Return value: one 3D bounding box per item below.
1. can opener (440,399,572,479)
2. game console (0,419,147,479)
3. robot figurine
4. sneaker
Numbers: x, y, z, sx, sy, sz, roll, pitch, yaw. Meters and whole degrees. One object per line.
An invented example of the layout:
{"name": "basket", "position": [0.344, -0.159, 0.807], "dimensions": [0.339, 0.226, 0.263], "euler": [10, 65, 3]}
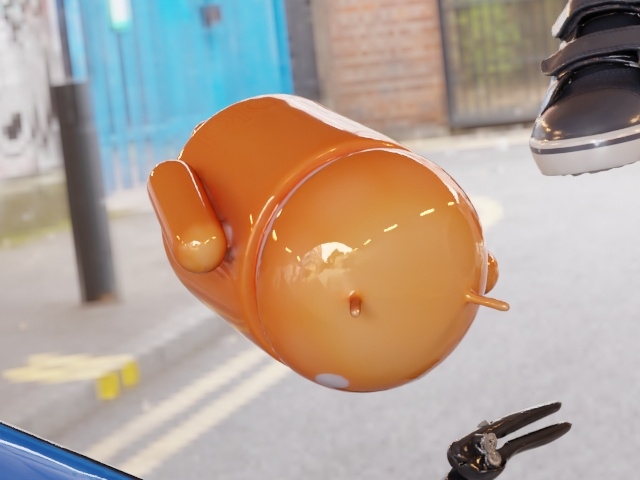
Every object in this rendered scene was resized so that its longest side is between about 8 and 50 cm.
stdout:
{"name": "can opener", "position": [0.200, 0.211, 1.950], "dimensions": [0.186, 0.059, 0.073], "euler": [-24, -1, -38]}
{"name": "game console", "position": [-0.161, 0.189, 0.873], "dimensions": [0.293, 0.173, 0.250], "euler": [23, -15, 0]}
{"name": "robot figurine", "position": [-0.002, 0.000, 0.927], "dimensions": [0.128, 0.158, 0.219], "euler": [-45, 34, -9]}
{"name": "sneaker", "position": [0.240, -0.148, 1.471], "dimensions": [0.126, 0.127, 0.321], "euler": [-8, 16, 26]}
